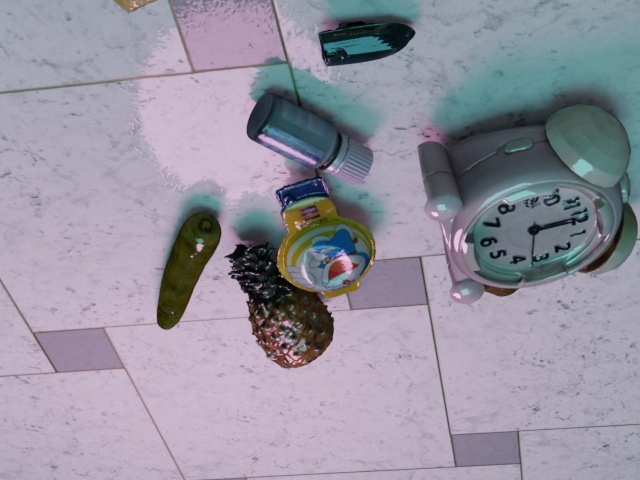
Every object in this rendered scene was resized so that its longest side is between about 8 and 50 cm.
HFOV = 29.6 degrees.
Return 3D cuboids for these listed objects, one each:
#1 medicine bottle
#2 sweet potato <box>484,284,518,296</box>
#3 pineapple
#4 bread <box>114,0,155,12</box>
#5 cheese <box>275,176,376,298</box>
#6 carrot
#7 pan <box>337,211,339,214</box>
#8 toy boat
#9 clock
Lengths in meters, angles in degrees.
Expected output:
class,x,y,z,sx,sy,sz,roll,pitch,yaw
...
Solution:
class,x,y,z,sx,sy,sz,roll,pitch,yaw
medicine bottle,-0.014,-0.156,1.919,0.203,0.083,0.083,26,136,-24
sweet potato,0.317,0.072,2.165,0.068,0.060,0.206,-23,169,28
pineapple,-0.090,0.102,2.202,0.158,0.157,0.278,-17,127,23
bread,-0.265,-0.360,1.719,0.083,0.035,0.070,-22,135,37
cheese,0.000,0.000,2.083,0.177,0.069,0.270,-17,129,6
carrot,-0.254,0.068,2.226,0.074,0.074,0.358,13,143,-13
pan,-0.015,-0.051,2.096,0.115,0.023,0.068,29,135,-33
toy boat,0.070,-0.291,1.771,0.141,0.060,0.055,-8,141,2
clock,0.342,-0.057,1.957,0.326,0.184,0.342,-12,144,10
